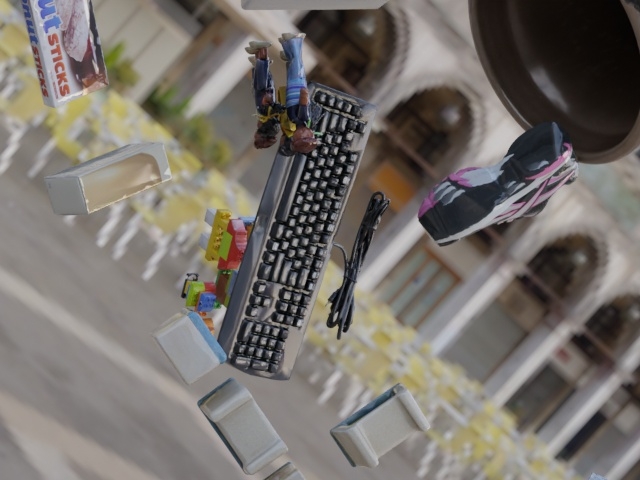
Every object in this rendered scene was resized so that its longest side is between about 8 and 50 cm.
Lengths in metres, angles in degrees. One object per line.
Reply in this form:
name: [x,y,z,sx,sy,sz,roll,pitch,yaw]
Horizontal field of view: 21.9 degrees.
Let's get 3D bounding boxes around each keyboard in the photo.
keyboard: [0.000,0.000,1.794,0.033,0.317,0.201,21,4,41]

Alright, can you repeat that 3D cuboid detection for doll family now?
doll family: [-0.036,-0.133,1.603,0.076,0.111,0.193,-2,-4,3]

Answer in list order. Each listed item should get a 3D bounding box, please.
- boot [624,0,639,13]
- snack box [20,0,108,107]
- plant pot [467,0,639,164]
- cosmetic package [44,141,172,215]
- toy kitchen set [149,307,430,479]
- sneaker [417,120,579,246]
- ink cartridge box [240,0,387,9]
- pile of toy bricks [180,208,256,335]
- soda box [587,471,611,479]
boot: [0.291,-0.335,1.224,0.131,0.260,0.348,-44,-117,56]
snack box: [-0.242,-0.215,1.516,0.022,0.064,0.178,21,-51,45]
plant pot: [0.318,-0.237,1.692,0.263,0.229,0.263,39,-36,37]
cosmetic package: [-0.211,-0.062,1.653,0.060,0.115,0.041,1,-70,46]
toy kitchen set: [-0.028,0.124,1.499,0.207,0.166,0.122,56,-8,-5]
sneaker: [0.188,-0.041,1.679,0.077,0.178,0.072,43,23,-48]
ink cartridge box: [0.010,-0.455,1.695,0.166,0.395,0.285,-2,-1,-12]
pile of toy bricks: [-0.090,0.074,1.920,0.118,0.212,0.105,-1,25,-37]
soda box: [0.183,0.315,1.217,0.098,0.286,0.091,23,-39,16]
